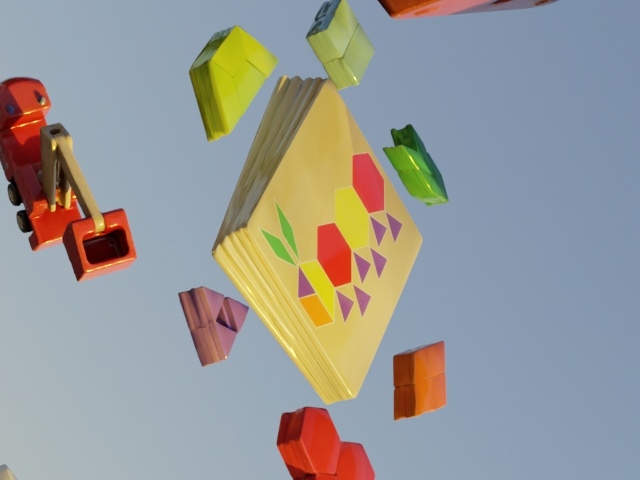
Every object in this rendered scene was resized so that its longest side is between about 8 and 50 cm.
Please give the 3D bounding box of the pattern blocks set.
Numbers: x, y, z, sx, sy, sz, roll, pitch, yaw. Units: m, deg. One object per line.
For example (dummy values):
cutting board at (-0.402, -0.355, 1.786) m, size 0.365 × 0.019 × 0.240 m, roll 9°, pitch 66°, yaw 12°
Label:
pattern blocks set at (0.000, 0.000, 1.167) m, size 0.026 × 0.325 × 0.285 m, roll -16°, pitch -70°, yaw 30°

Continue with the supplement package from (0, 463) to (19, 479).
supplement package at (-0.221, 0.278, 0.982) m, size 0.199 × 0.262 × 0.198 m, roll 59°, pitch -10°, yaw 14°

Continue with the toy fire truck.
toy fire truck at (-0.215, -0.052, 1.537) m, size 0.192 × 0.047 × 0.135 m, roll 69°, pitch -25°, yaw 8°

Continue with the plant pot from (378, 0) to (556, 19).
plant pot at (0.132, -0.277, 1.188) m, size 0.267 × 0.267 × 0.236 m, roll -16°, pitch -92°, yaw 40°
